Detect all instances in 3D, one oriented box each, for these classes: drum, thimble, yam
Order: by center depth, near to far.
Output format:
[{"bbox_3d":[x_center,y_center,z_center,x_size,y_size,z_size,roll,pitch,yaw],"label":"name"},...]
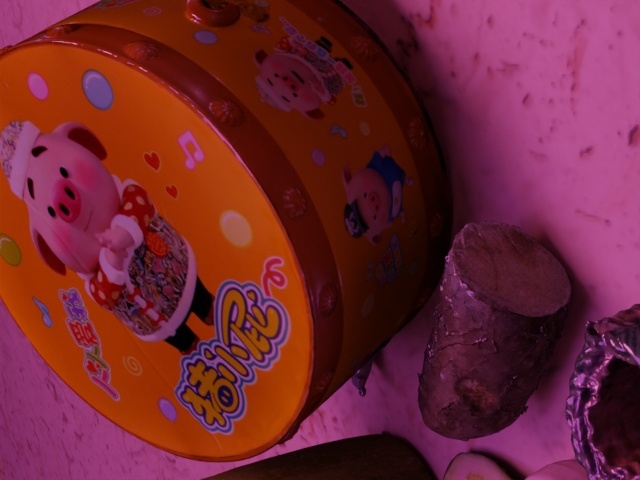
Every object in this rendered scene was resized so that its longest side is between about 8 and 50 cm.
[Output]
[{"bbox_3d":[0.233,0.115,0.819,0.118,0.090,0.135,24,122,53],"label":"thimble"},{"bbox_3d":[0.135,0.077,0.967,0.107,0.107,0.183,53,148,35],"label":"yam"},{"bbox_3d":[-0.110,-0.024,1.100,0.431,0.214,0.431,20,128,29],"label":"drum"}]

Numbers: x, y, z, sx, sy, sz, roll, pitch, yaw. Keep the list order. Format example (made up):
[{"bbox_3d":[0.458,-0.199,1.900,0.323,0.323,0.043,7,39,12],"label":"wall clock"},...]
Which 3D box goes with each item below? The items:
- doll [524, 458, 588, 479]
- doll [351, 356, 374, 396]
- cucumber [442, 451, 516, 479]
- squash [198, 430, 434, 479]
[{"bbox_3d":[0.194,0.304,0.984,0.160,0.094,0.365,52,145,32],"label":"doll"},{"bbox_3d":[0.034,0.103,1.238,0.057,0.039,0.114,-22,74,35],"label":"doll"},{"bbox_3d":[0.148,0.227,1.086,0.067,0.035,0.107,-64,25,7],"label":"cucumber"},{"bbox_3d":[-0.019,0.301,1.197,0.189,0.261,0.189,31,128,51],"label":"squash"}]
